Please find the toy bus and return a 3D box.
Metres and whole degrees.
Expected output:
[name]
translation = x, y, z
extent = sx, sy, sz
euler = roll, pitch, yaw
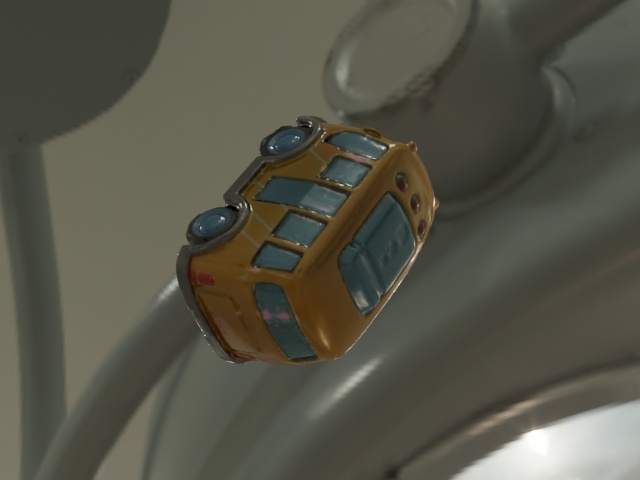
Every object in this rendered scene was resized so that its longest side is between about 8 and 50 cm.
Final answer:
[toy bus]
translation = 0.000, 0.000, 1.115
extent = 0.136, 0.209, 0.126
euler = 7, -44, 38
